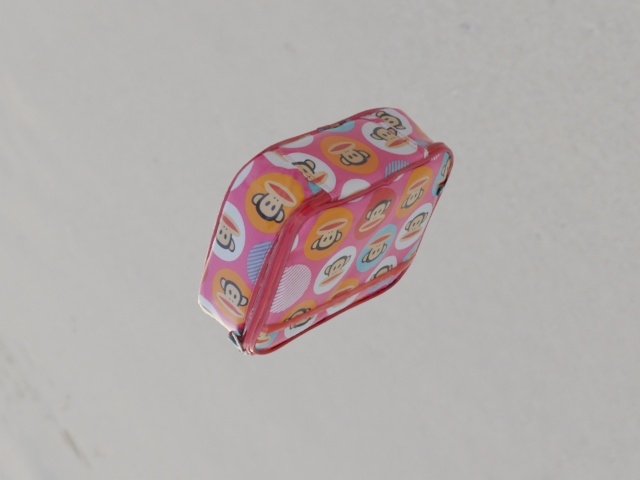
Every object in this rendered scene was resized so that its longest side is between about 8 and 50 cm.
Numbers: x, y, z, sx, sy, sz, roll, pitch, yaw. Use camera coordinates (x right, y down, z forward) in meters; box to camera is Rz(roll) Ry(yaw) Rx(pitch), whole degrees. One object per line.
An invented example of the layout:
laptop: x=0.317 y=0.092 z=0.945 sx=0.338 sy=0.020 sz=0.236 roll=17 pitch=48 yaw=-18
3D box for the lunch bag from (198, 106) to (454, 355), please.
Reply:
lunch bag: x=0.000 y=0.000 z=1.522 sx=0.120 sy=0.293 sz=0.258 roll=41 pitch=131 yaw=23
